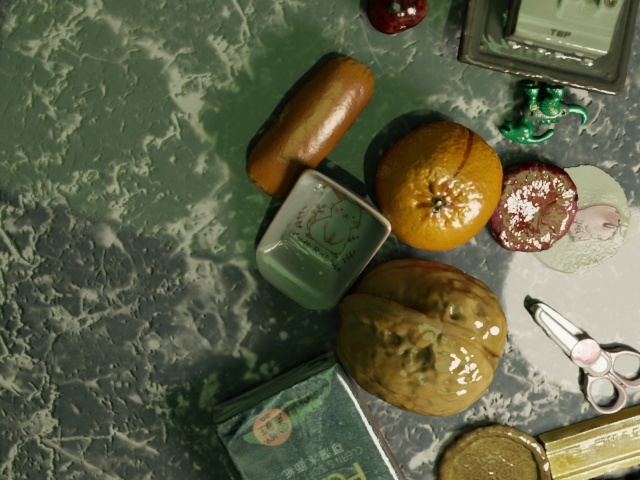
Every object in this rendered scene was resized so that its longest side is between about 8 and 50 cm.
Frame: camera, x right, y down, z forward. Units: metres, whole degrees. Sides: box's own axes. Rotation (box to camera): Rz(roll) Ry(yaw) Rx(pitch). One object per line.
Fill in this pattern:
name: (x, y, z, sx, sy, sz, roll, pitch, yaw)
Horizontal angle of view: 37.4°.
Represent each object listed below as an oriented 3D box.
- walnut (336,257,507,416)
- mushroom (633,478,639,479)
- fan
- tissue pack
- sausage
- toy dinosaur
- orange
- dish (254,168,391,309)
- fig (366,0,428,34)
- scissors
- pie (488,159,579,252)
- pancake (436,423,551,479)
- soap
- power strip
walnut: (0.145, 0.141, 1.415, 0.257, 0.257, 0.224, 27, 76, -10)
mushroom: (0.554, 0.436, 1.581, 0.351, 0.097, 0.109, -10, 139, 3)
fan: (0.473, -0.020, 1.503, 0.310, 0.010, 0.182, 8, 104, -5)
tissue pack: (-0.004, 0.357, 1.515, 0.228, 0.103, 0.315, -27, 104, 4)
sausage: (-0.016, -0.170, 1.388, 0.098, 0.098, 0.238, 39, 100, -12)
toy dinosaur: (0.339, -0.192, 1.433, 0.132, 0.059, 0.096, 0, 116, 1)
orange: (0.174, -0.078, 1.390, 0.193, 0.161, 0.193, -2, 105, -9)
dish: (0.000, 0.000, 1.425, 0.154, 0.064, 0.234, 35, 125, 1)
fig: (0.102, -0.363, 1.361, 0.089, 0.089, 0.125, -14, 80, -1)
scissors: (0.430, 0.180, 1.541, 0.242, 0.030, 0.118, 41, 97, -15)
pie: (0.329, -0.051, 1.468, 0.154, 0.038, 0.153, 0, 105, 1)
pancake: (0.288, 0.395, 1.578, 0.199, 0.021, 0.199, 2, 109, 5)
soap: (0.498, 0.336, 1.583, 0.252, 0.037, 0.092, -17, 106, 0)
power strip: (0.344, -0.353, 1.353, 0.257, 0.092, 0.251, 10, 96, -8)
